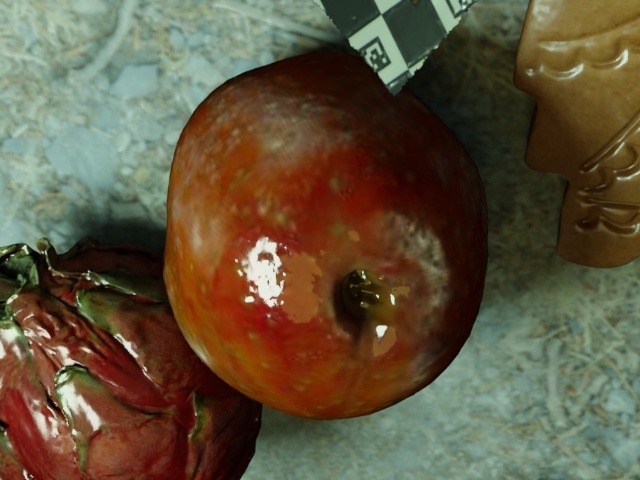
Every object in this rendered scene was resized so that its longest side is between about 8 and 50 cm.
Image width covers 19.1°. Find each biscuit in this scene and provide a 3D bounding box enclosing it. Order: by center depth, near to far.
[{"bbox_3d":[0.257,-0.103,1.446,0.284,0.043,0.306,-30,116,28],"label":"biscuit"}]

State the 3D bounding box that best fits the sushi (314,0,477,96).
[{"bbox_3d":[0.033,-0.263,1.317,0.279,0.043,0.192,52,128,18],"label":"sushi"}]

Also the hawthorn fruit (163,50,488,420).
[{"bbox_3d":[0.000,0.000,1.442,0.284,0.284,0.284,6,127,7],"label":"hawthorn fruit"}]

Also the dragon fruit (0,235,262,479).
[{"bbox_3d":[-0.183,0.122,1.576,0.299,0.244,0.244,37,125,-25],"label":"dragon fruit"}]
